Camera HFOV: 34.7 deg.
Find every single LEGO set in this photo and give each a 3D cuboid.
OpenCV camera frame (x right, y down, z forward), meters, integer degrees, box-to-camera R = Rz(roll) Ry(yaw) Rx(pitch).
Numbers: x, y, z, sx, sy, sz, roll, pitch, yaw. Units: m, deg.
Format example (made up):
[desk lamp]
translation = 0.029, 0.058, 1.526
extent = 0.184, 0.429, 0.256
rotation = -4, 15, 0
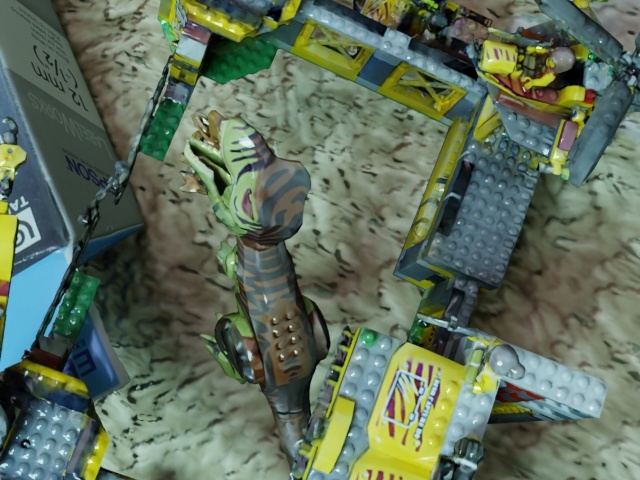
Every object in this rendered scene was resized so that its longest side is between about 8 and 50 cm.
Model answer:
[LEGO set]
translation = 0.000, 0.000, 0.388
extent = 0.255, 0.192, 0.331
rotation = 31, 74, -5

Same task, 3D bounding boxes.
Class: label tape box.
[label tape box]
translation = -0.245, -0.008, 0.584
extent = 0.249, 0.115, 0.348
rotation = -31, 68, 10
